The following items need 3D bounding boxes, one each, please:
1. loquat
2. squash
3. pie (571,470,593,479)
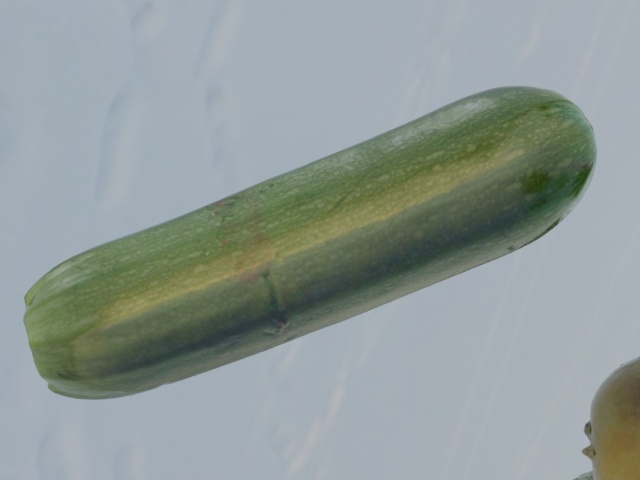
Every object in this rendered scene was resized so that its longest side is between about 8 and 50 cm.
[{"bbox_3d":[0.317,0.191,0.841,0.149,0.172,0.204,25,106,-45],"label":"loquat"},{"bbox_3d":[0.000,0.000,0.359,0.229,0.066,0.066,-21,146,-4],"label":"squash"},{"bbox_3d":[0.414,0.306,1.061,0.296,0.371,0.078,-46,123,-86],"label":"pie"}]
